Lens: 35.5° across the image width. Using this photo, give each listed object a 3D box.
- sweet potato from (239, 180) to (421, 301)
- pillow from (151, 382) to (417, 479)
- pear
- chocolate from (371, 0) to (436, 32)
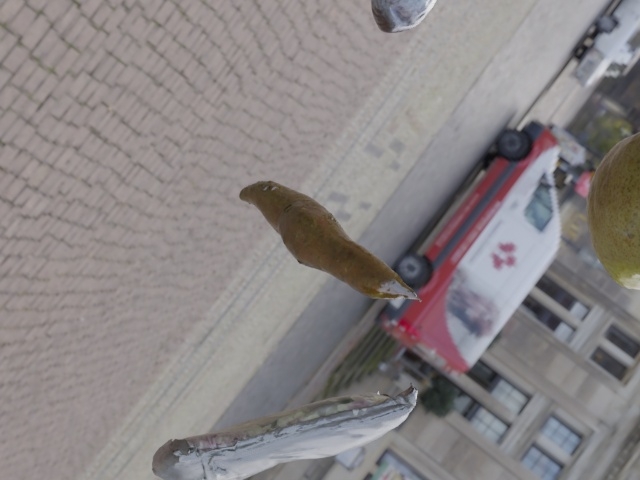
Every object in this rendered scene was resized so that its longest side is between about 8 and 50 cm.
[{"bbox_3d":[0.000,0.000,1.051,0.067,0.274,0.067,-24,132,-30],"label":"sweet potato"},{"bbox_3d":[-0.034,0.191,0.956,0.255,0.059,0.169,-11,168,-17],"label":"pillow"},{"bbox_3d":[0.461,-0.046,1.292,0.188,0.228,0.211,14,71,-74],"label":"pear"},{"bbox_3d":[0.118,-0.315,1.166,0.167,0.072,0.072,-55,171,8],"label":"chocolate"}]
